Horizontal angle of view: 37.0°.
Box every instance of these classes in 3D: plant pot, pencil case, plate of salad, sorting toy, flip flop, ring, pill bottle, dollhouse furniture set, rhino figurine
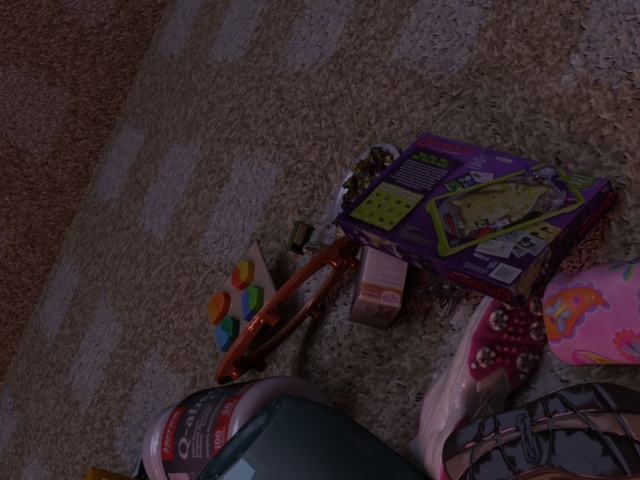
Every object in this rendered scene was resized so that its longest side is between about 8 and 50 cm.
[{"bbox_3d":[-0.028,0.347,1.254,0.293,0.235,0.293,-44,4,4],"label":"plant pot"},{"bbox_3d":[0.379,0.067,1.038,0.284,0.124,0.124,-21,53,51],"label":"pencil case"},{"bbox_3d":[0.073,-0.087,1.708,0.200,0.048,0.200,-39,39,41],"label":"plate of salad"},{"bbox_3d":[-0.159,0.121,1.842,0.193,0.038,0.208,-52,32,23],"label":"sorting toy"},{"bbox_3d":[0.273,0.239,1.105,0.277,0.080,0.112,-22,59,32],"label":"flip flop"},{"bbox_3d":[-0.043,0.119,1.567,0.336,0.032,0.336,-44,-11,-11],"label":"ring"},{"bbox_3d":[-0.143,0.345,1.591,0.363,0.210,0.210,-20,53,52],"label":"pill bottle"},{"bbox_3d":[0.000,0.000,1.739,0.152,0.076,0.058,4,71,60],"label":"dollhouse furniture set"},{"bbox_3d":[0.192,0.009,1.419,0.106,0.073,0.243,-25,46,41],"label":"rhino figurine"}]

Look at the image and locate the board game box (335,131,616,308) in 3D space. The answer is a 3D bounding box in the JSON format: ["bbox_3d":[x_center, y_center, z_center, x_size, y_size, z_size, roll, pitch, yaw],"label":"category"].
[{"bbox_3d":[0.201,-0.041,1.314,0.208,0.056,0.347,-47,38,-15],"label":"board game box"}]

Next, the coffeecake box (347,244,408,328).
[{"bbox_3d":[0.099,0.030,1.504,0.142,0.068,0.185,108,175,-71],"label":"coffeecake box"}]

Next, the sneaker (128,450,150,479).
[{"bbox_3d":[-0.356,0.500,1.973,0.275,0.107,0.110,-57,11,8],"label":"sneaker"}]

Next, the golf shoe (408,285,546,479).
[{"bbox_3d":[0.197,0.176,1.260,0.140,0.115,0.306,14,80,64],"label":"golf shoe"}]

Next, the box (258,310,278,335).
[{"bbox_3d":[-0.126,0.133,1.873,0.062,0.052,0.083,-55,33,21],"label":"box"}]

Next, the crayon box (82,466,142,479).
[{"bbox_3d":[-0.390,0.557,1.826,0.323,0.203,0.083,-56,26,24],"label":"crayon box"}]
